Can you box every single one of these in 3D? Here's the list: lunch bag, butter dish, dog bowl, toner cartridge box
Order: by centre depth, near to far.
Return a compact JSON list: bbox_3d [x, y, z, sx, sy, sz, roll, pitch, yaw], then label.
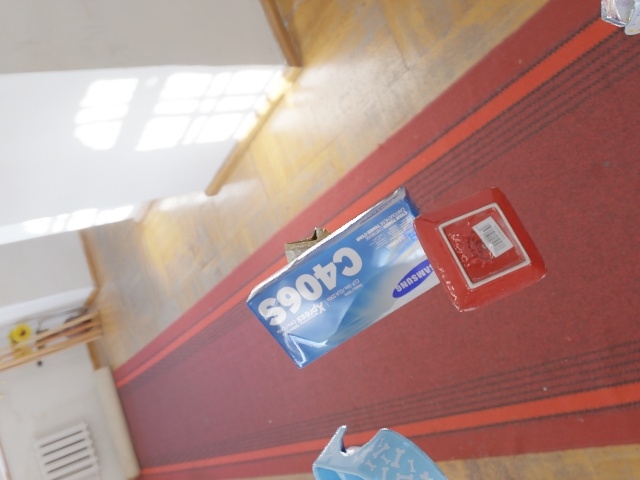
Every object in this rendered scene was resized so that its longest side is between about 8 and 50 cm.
[{"bbox_3d":[0.268,-0.196,0.484,0.083,0.071,0.053,-83,-21,-64],"label":"lunch bag"},{"bbox_3d":[0.083,0.358,0.883,0.166,0.074,0.297,56,153,-1],"label":"dog bowl"},{"bbox_3d":[0.227,0.025,0.928,0.118,0.160,0.160,104,143,-68],"label":"butter dish"},{"bbox_3d":[0.053,0.071,1.101,0.348,0.075,0.165,-35,103,16],"label":"toner cartridge box"}]

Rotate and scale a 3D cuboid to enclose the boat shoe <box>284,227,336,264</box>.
[{"bbox_3d":[0.000,0.000,1.361,0.059,0.170,0.063,70,164,-11],"label":"boat shoe"}]
